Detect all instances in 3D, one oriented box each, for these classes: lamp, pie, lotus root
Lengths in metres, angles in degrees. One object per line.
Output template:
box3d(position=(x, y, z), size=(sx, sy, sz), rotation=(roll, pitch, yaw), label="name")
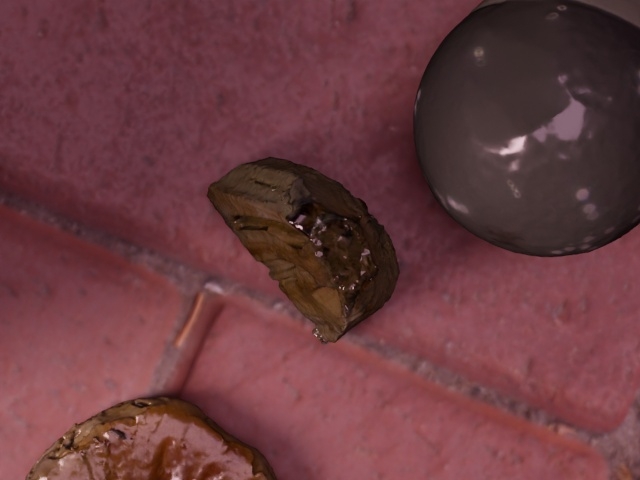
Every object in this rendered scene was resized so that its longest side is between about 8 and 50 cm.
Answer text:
box3d(position=(0.188, -0.135, 1.097), size=(0.182, 0.182, 0.313), rotation=(33, 82, -6), label="lamp")
box3d(position=(-0.112, 0.199, 1.118), size=(0.195, 0.046, 0.195), rotation=(0, 88, -8), label="pie")
box3d(position=(0.004, -0.001, 1.095), size=(0.070, 0.144, 0.143), rotation=(-40, 102, -14), label="lotus root")
